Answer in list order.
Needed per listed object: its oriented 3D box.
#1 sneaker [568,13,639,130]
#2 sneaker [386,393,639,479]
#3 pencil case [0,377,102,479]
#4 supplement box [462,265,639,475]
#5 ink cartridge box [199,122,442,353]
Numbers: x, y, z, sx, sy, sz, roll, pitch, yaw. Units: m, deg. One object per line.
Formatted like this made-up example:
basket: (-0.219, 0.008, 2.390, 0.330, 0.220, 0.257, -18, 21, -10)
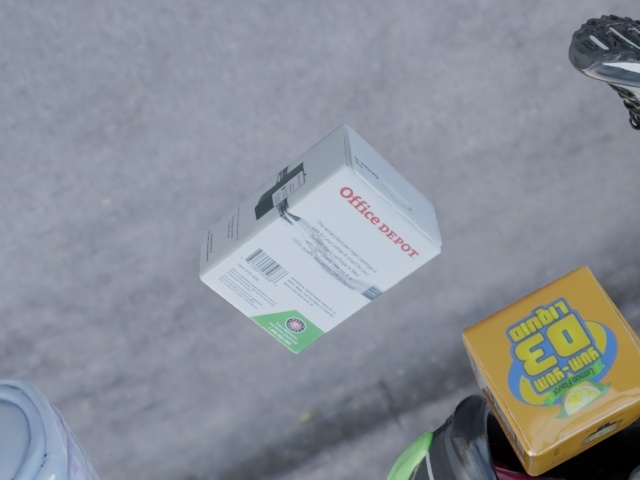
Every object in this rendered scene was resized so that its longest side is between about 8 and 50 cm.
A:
sneaker: (0.332, -0.144, 1.421, 0.271, 0.100, 0.108, 9, 119, -43)
sneaker: (0.297, 0.261, 1.248, 0.483, 0.185, 0.202, 15, 126, -7)
pencil case: (-0.113, 0.186, 0.653, 0.113, 0.124, 0.273, -10, 130, 21)
supplement box: (0.132, 0.079, 0.818, 0.078, 0.080, 0.233, -29, 168, 1)
ink cartridge box: (0.000, 0.000, 1.521, 0.208, 0.087, 0.153, -36, 121, 23)
